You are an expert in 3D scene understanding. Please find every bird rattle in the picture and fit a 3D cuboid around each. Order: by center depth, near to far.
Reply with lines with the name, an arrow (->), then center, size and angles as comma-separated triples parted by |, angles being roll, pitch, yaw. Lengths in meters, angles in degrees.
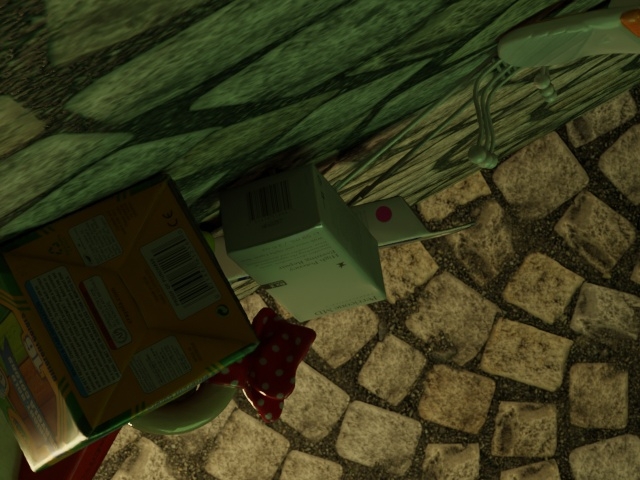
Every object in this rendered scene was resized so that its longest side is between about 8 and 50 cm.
bird rattle -> -0.143, 0.112, 1.548 | 0.207, 0.253, 0.143 | -45, -162, -18

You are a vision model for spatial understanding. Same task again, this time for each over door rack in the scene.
over door rack -> 0.136, -0.114, 1.747 | 0.324, 0.108, 0.239 | -29, 176, 9

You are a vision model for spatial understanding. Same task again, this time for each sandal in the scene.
sandal -> 0.317, -0.250, 1.574 | 0.265, 0.076, 0.102 | -8, 160, -4

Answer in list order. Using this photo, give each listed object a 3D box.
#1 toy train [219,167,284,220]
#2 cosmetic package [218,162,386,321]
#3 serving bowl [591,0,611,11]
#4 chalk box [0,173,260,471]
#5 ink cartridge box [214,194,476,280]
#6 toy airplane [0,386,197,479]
toy train -> -0.079, -0.049, 1.670 | 0.036, 0.027, 0.158 | -14, 170, -29
cosmetic package -> -0.016, 0.008, 1.648 | 0.117, 0.086, 0.231 | -17, 152, 16
serving bowl -> 0.343, -0.269, 1.769 | 0.083, 0.027, 0.083 | -29, 176, -2
chalk box -> -0.213, 0.089, 1.348 | 0.179, 0.180, 0.289 | -27, 175, -28
ink cartridge box -> 0.000, 0.000, 1.868 | 0.370, 0.069, 0.176 | -10, 177, -6
toy airplane -> -0.346, 0.234, 1.676 | 0.384, 0.272, 0.386 | -45, 159, -57
